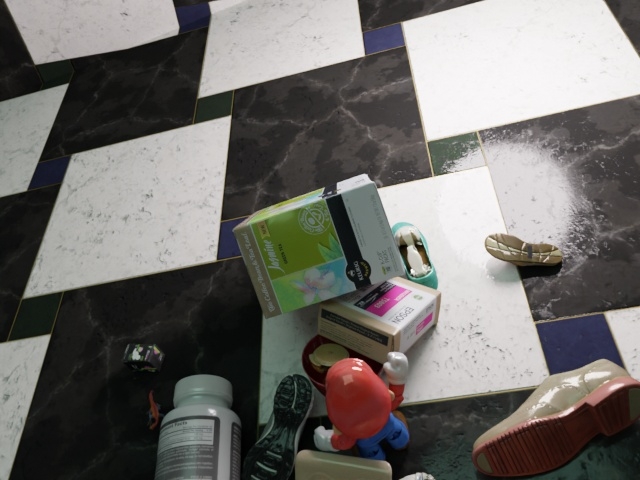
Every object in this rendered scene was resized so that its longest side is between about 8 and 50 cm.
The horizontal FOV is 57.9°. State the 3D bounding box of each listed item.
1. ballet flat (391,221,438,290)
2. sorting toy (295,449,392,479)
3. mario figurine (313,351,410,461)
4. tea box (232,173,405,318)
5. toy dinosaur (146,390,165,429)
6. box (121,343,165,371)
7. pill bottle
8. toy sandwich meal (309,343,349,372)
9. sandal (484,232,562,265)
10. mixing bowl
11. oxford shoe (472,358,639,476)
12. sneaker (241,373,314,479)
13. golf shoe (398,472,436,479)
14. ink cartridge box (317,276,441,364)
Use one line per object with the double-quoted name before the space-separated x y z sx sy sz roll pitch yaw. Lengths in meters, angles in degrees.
"ballet flat" 0.233 0.023 1.450 0.083 0.087 0.247 -20 49 4
"sorting toy" 0.045 0.518 1.114 0.193 0.038 0.208 1 91 20
"mario figurine" 0.080 0.317 1.122 0.170 0.320 0.198 11 57 26
"tea box" 0.000 0.000 1.367 0.323 0.220 0.329 -20 8 4
"toy dinosaur" -0.401 0.415 1.380 0.047 0.090 0.082 -27 4 -15
"box" -0.456 0.303 1.491 0.083 0.062 0.052 -3 51 18
"pill bottle" -0.256 0.457 1.226 0.176 0.176 0.318 -13 50 10
"toy sandwich meal" 0.020 0.252 1.234 0.086 0.029 0.085 1 25 0
"sandal" 0.482 0.032 1.387 0.180 0.049 0.072 11 62 9
"mixing bowl" 0.052 0.290 1.284 0.181 0.098 0.181 -3 37 2
"oxford shoe" 0.448 0.345 1.130 0.348 0.123 0.130 -24 23 2
"sneaker" -0.081 0.425 1.252 0.100 0.108 0.271 22 78 12
"golf shoe" 0.180 0.536 1.099 0.086 0.069 0.176 -19 43 31
"ink cartridge box" 0.137 0.163 1.306 0.193 0.088 0.235 18 28 30
